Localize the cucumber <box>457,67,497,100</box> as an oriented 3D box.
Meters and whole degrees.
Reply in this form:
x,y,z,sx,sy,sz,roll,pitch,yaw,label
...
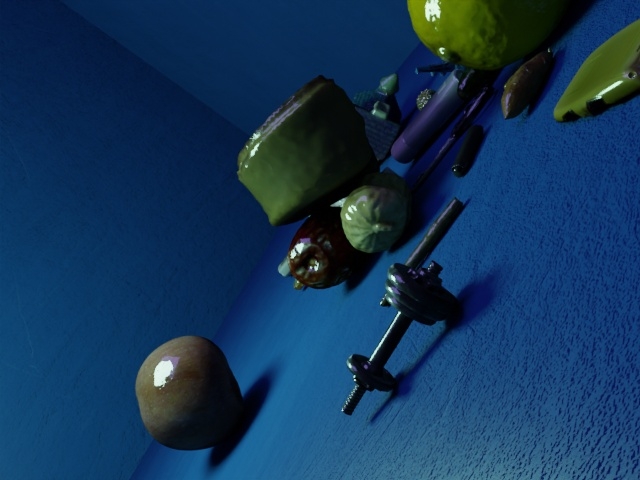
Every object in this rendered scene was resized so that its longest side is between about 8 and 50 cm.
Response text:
x,y,z,sx,sy,sz,roll,pitch,yaw,label
0.388,-0.415,1.742,0.227,0.069,0.069,-54,8,-14,cucumber

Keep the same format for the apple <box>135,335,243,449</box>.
x,y,z,sx,sy,sz,roll,pitch,yaw,label
-0.324,0.376,1.837,0.235,0.305,0.306,-23,6,-6,apple

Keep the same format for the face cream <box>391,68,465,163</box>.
x,y,z,sx,sy,sz,roll,pitch,yaw,label
0.282,-0.310,1.895,0.269,0.073,0.107,-49,-1,35,face cream

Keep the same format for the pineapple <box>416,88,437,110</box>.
x,y,z,sx,sy,sz,roll,pitch,yaw,label
0.310,-0.374,2.029,0.074,0.074,0.159,-55,13,3,pineapple

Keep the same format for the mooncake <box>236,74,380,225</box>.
x,y,z,sx,sy,sz,roll,pitch,yaw,label
0.001,-0.213,1.721,0.393,0.246,0.394,-35,-2,-37,mooncake

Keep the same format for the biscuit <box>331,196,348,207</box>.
x,y,z,sx,sy,sz,roll,pitch,yaw,label
0.040,-0.113,2.398,0.144,0.078,0.426,-37,11,6,biscuit

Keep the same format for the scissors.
x,y,z,sx,sy,sz,roll,pitch,yaw,label
0.290,-0.223,1.687,0.300,0.022,0.109,-53,5,15,scissors

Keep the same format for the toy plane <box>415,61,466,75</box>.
x,y,z,sx,sy,sz,roll,pitch,yaw,label
0.355,-0.465,1.895,0.254,0.105,0.271,-22,-3,2,toy plane

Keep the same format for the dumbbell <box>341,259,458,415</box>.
x,y,z,sx,sy,sz,roll,pitch,yaw,label
0.099,0.140,1.058,0.254,0.110,0.110,-60,7,10,dumbbell

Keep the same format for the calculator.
x,y,z,sx,sy,sz,roll,pitch,yaw,label
0.404,-0.240,1.051,0.157,0.033,0.236,-57,7,-9,calculator

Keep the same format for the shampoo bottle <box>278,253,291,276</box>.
x,y,z,sx,sy,sz,roll,pitch,yaw,label
-0.059,0.024,2.568,0.227,0.056,0.086,-52,0,20,shampoo bottle

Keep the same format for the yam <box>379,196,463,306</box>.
x,y,z,sx,sy,sz,roll,pitch,yaw,label
0.178,0.024,1.328,0.234,0.029,0.027,-55,-19,7,yam

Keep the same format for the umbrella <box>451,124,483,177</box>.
x,y,z,sx,sy,sz,roll,pitch,yaw,label
0.288,-0.175,1.473,0.036,0.031,0.133,91,-156,-54,umbrella

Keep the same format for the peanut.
x,y,z,sx,sy,sz,roll,pitch,yaw,label
0.118,-0.059,1.597,0.159,0.143,0.291,-59,2,17,peanut

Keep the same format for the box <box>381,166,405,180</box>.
x,y,z,sx,sy,sz,roll,pitch,yaw,label
0.111,-0.068,1.923,0.233,0.067,0.149,-45,10,51,box

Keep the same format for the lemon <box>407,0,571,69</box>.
x,y,z,sx,sy,sz,roll,pitch,yaw,label
0.330,-0.505,1.508,0.364,0.364,0.364,-53,8,11,lemon

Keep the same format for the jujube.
x,y,z,sx,sy,sz,roll,pitch,yaw,label
0.017,0.012,1.740,0.183,0.183,0.243,-51,-8,28,jujube

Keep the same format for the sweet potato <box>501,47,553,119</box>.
x,y,z,sx,sy,sz,roll,pitch,yaw,label
0.372,-0.289,1.355,0.068,0.060,0.206,14,53,45,sweet potato

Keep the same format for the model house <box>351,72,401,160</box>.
x,y,z,sx,sy,sz,roll,pitch,yaw,label
0.138,-0.389,2.428,0.280,0.245,0.312,-56,11,55,model house

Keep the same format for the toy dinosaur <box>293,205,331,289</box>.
x,y,z,sx,sy,sz,roll,pitch,yaw,label
0.000,0.000,2.092,0.393,0.092,0.205,131,156,-62,toy dinosaur
